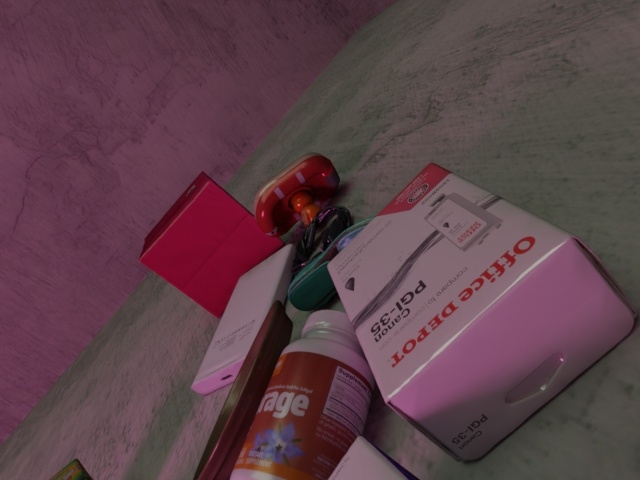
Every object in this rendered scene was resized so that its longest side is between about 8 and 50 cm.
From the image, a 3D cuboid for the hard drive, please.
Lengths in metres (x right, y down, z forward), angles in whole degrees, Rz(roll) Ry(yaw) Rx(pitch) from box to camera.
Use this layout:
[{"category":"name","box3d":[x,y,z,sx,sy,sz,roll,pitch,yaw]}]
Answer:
[{"category":"hard drive","box3d":[-0.152,0.159,0.967,0.203,0.040,0.308,-33,26,34]}]

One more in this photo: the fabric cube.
[{"category":"fabric cube","box3d":[-0.295,0.000,1.217,0.258,0.259,0.254,-49,22,-2]}]

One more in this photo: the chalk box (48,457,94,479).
[{"category":"chalk box","box3d":[-0.461,0.505,0.755,0.213,0.132,0.132,-39,13,-34]}]

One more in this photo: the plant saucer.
[{"category":"plant saucer","box3d":[-0.106,0.220,0.655,0.278,0.041,0.278,-155,90,-86]}]

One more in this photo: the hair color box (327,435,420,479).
[{"category":"hair color box","box3d":[0.079,0.276,0.233,0.185,0.110,0.338,-51,20,-12]}]

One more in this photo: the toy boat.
[{"category":"toy boat","box3d":[-0.043,-0.086,1.077,0.231,0.151,0.151,-36,58,2]}]

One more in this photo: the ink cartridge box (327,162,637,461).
[{"category":"ink cartridge box","box3d":[0.138,0.048,0.496,0.207,0.117,0.283,-45,21,8]}]

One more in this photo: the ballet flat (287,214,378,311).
[{"category":"ballet flat","box3d":[0.044,0.028,0.772,0.247,0.083,0.087,-38,9,19]}]

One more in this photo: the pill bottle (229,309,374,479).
[{"category":"pill bottle","box3d":[-0.007,0.193,0.520,0.121,0.121,0.216,-27,29,42]}]

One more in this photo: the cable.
[{"category":"cable","box3d":[0.000,0.000,0.957,0.150,0.047,0.185,-37,27,37]}]
